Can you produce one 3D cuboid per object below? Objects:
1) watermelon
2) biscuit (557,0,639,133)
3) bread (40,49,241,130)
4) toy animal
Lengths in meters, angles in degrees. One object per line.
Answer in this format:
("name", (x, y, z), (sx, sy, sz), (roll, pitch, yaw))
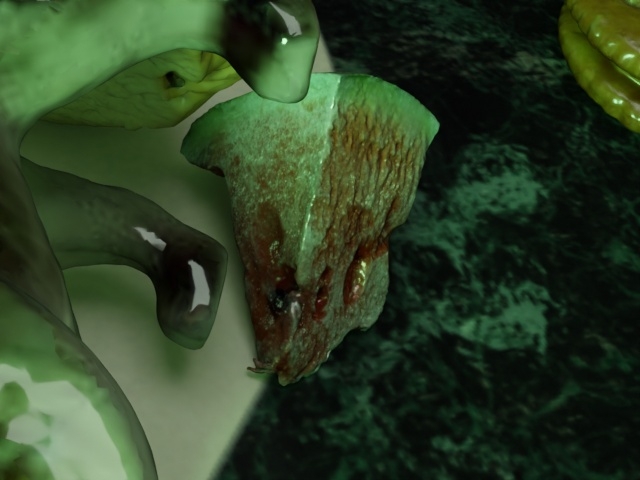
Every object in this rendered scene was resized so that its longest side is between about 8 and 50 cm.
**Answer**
("watermelon", (0.011, -0.020, 0.538), (0.098, 0.121, 0.158), (13, 46, -39))
("biscuit", (0.275, -0.141, 0.766), (0.220, 0.066, 0.220), (10, 43, -10))
("bread", (-0.108, -0.172, 0.542), (0.211, 0.183, 0.224), (20, 75, -11))
("toy animal", (-0.175, 0.036, 0.358), (0.302, 0.194, 0.344), (14, 49, -12))
